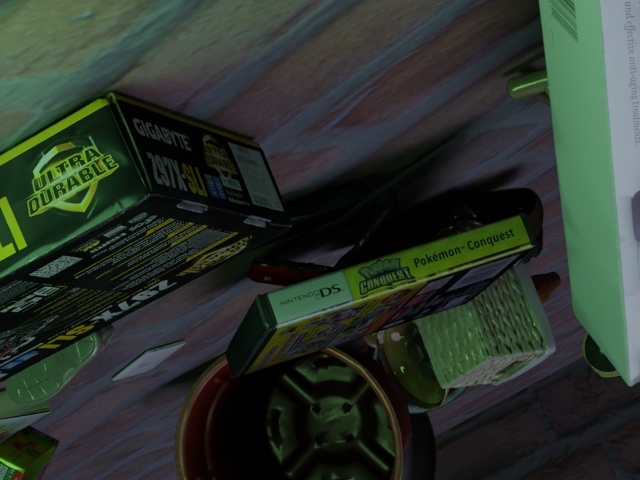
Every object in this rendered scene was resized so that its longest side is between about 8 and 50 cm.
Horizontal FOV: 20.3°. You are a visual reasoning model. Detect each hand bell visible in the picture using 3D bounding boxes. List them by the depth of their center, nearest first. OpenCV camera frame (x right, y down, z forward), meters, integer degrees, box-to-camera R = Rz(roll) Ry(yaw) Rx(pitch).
[{"bbox_3d":[0.197,0.095,2.153,0.242,0.126,0.126,-27,171,-31],"label":"hand bell"}]

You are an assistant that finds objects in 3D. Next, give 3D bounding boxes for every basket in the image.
[{"bbox_3d":[0.172,0.075,2.019,0.103,0.167,0.113,-8,161,-34],"label":"basket"}]

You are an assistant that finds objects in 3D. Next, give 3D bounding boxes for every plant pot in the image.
[{"bbox_3d":[-0.010,0.242,2.194,0.272,0.272,0.265,-27,176,12],"label":"plant pot"}]

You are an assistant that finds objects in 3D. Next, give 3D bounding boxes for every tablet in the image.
[{"bbox_3d":[-0.183,0.129,1.916,0.054,0.006,0.083,-14,164,-41],"label":"tablet"}]

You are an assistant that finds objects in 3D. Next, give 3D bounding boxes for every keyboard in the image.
[{"bbox_3d":[-0.046,-0.012,1.540,0.180,0.023,0.108,-21,174,-20],"label":"keyboard"}]

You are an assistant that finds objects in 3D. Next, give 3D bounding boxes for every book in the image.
[{"bbox_3d":[-0.348,0.187,1.789,0.096,0.035,0.144,-10,164,-45],"label":"book"}]

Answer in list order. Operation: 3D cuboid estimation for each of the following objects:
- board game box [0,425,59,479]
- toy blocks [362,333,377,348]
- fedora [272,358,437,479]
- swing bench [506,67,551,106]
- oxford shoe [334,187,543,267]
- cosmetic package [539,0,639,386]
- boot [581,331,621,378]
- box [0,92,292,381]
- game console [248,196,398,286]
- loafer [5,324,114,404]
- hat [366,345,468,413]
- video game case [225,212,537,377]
[{"bbox_3d":[-0.330,0.256,1.884,0.092,0.043,0.181,-63,179,4],"label":"board game box"},{"bbox_3d":[0.132,0.074,2.191,0.148,0.054,0.123,-36,162,37],"label":"toy blocks"},{"bbox_3d":[0.030,0.266,2.416,0.243,0.275,0.124,-6,143,7],"label":"fedora"},{"bbox_3d":[0.331,-0.118,1.505,0.254,0.165,0.253,-34,165,16],"label":"swing bench"},{"bbox_3d":[0.118,-0.007,1.800,0.227,0.083,0.096,-19,144,-14],"label":"oxford shoe"},{"bbox_3d":[0.307,-0.099,1.236,0.284,0.097,0.377,-24,135,-9],"label":"cosmetic package"},{"bbox_3d":[0.275,0.036,1.475,0.198,0.077,0.137,-48,158,18],"label":"boot"},{"bbox_3d":[-0.208,0.022,1.232,0.322,0.079,0.257,-28,169,15],"label":"box"},{"bbox_3d":[0.000,0.000,1.664,0.124,0.085,0.144,8,173,-3],"label":"game console"},{"bbox_3d":[-0.238,0.114,1.657,0.125,0.045,0.039,-35,171,30],"label":"loafer"},{"bbox_3d":[0.114,0.121,2.430,0.173,0.183,0.208,-33,126,-4],"label":"hat"},{"bbox_3d":[0.046,0.055,1.634,0.248,0.035,0.275,-17,170,-12],"label":"video game case"}]
